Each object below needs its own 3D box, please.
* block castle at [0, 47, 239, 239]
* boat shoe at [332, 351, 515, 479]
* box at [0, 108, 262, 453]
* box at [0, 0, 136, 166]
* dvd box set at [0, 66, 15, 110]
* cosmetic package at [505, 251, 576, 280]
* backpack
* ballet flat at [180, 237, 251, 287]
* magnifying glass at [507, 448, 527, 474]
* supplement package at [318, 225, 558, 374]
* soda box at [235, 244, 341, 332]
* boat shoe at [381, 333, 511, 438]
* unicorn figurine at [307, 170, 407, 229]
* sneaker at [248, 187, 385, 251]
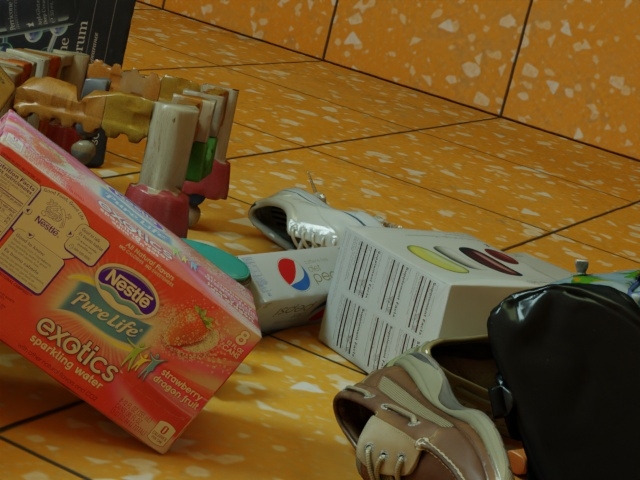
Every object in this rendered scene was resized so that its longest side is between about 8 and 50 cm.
[{"bbox_3d":[-0.280,-0.108,2.002,0.303,0.213,0.453,13,10,2],"label":"block castle"},{"bbox_3d":[0.092,0.206,1.431,0.116,0.123,0.324,-14,17,-11],"label":"boat shoe"},{"bbox_3d":[-0.216,0.035,1.455,0.300,0.154,0.142,37,9,-15],"label":"box"},{"bbox_3d":[-0.501,-0.278,2.299,0.395,0.294,0.212,-2,21,-45],"label":"box"},{"bbox_3d":[-0.441,-0.033,1.486,0.062,0.307,0.420,49,7,-14],"label":"dvd box set"},{"bbox_3d":[0.318,0.090,2.093,0.231,0.086,0.117,27,19,37],"label":"cosmetic package"},{"bbox_3d":[0.311,0.150,1.511,0.273,0.290,0.355,-22,-5,7],"label":"backpack"},{"bbox_3d":[-0.184,0.026,1.763,0.213,0.068,0.072,19,31,-5],"label":"ballet flat"},{"bbox_3d":[0.278,0.225,1.674,0.231,0.026,0.092,-2,21,-44],"label":"magnifying glass"},{"bbox_3d":[0.144,0.086,1.820,0.194,0.149,0.203,3,17,-36],"label":"supplement package"},{"bbox_3d":[-0.033,0.058,1.871,0.216,0.074,0.069,-5,56,-51],"label":"soda box"},{"bbox_3d":[0.200,0.150,1.672,0.285,0.089,0.105,1,59,-35],"label":"boat shoe"},{"bbox_3d":[0.046,-0.030,2.365,0.162,0.060,0.111,26,10,-19],"label":"unicorn figurine"},{"bbox_3d":[0.000,0.000,2.167,0.091,0.094,0.258,-21,29,-35],"label":"sneaker"}]
